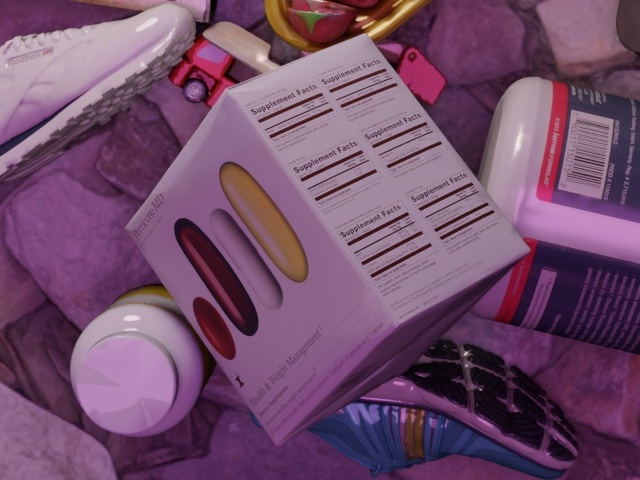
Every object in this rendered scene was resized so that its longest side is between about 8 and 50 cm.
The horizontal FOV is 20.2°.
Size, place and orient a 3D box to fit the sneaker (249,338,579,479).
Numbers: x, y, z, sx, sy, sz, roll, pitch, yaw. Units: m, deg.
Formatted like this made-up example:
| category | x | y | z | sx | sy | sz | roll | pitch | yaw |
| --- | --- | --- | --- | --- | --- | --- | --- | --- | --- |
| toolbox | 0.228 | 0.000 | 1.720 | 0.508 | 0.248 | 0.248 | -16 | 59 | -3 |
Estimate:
| category | x | y | z | sx | sy | sz | roll | pitch | yaw |
| --- | --- | --- | --- | --- | --- | --- | --- | --- | --- |
| sneaker | 0.073 | 0.139 | 1.453 | 0.275 | 0.107 | 0.110 | 17 | 117 | 5 |

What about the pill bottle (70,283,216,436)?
| category | x | y | z | sx | sy | sz | roll | pitch | yaw |
| --- | --- | --- | --- | --- | --- | --- | --- | --- | --- |
| pill bottle | -0.138 | 0.095 | 1.397 | 0.103 | 0.184 | 0.103 | 0 | 97 | 3 |

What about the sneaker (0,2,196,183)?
| category | x | y | z | sx | sy | sz | roll | pitch | yaw |
| --- | --- | --- | --- | --- | --- | --- | --- | --- | --- |
| sneaker | -0.204 | -0.130 | 1.408 | 0.235 | 0.090 | 0.095 | -30 | 84 | 19 |

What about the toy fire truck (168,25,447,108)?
| category | x | y | z | sx | sy | sz | roll | pitch | yaw |
| --- | --- | --- | --- | --- | --- | --- | --- | --- | --- |
| toy fire truck | -0.010 | -0.131 | 1.434 | 0.192 | 0.047 | 0.135 | 34 | 97 | -1 |

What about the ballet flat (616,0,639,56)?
| category | x | y | z | sx | sy | sz | roll | pitch | yaw |
| --- | --- | --- | --- | --- | --- | --- | --- | --- | --- |
| ballet flat | 0.293 | -0.261 | 1.404 | 0.058 | 0.084 | 0.250 | 9 | 95 | -42 |

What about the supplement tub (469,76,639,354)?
| category | x | y | z | sx | sy | sz | roll | pitch | yaw |
| --- | --- | --- | --- | --- | --- | --- | --- | --- | --- |
| supplement tub | 0.253 | -0.007 | 1.366 | 0.272 | 0.191 | 0.191 | 13 | 97 | 1 |

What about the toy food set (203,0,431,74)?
| category | x | y | z | sx | sy | sz | roll | pitch | yaw |
| --- | --- | --- | --- | --- | --- | --- | --- | --- | --- |
| toy food set | 0.015 | -0.215 | 1.369 | 0.218 | 0.071 | 0.128 | -41 | 55 | -10 |

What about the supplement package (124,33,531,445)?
| category | x | y | z | sx | sy | sz | roll | pitch | yaw |
| --- | --- | --- | --- | --- | --- | --- | --- | --- | --- |
| supplement package | 0.000 | 0.000 | 1.298 | 0.203 | 0.149 | 0.194 | 54 | 139 | 12 |

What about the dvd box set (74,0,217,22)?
| category | x | y | z | sx | sy | sz | roll | pitch | yaw |
| --- | --- | --- | --- | --- | --- | --- | --- | --- | --- |
| dvd box set | -0.270 | -0.352 | 1.412 | 0.420 | 0.062 | 0.307 | 8 | 97 | 1 |
